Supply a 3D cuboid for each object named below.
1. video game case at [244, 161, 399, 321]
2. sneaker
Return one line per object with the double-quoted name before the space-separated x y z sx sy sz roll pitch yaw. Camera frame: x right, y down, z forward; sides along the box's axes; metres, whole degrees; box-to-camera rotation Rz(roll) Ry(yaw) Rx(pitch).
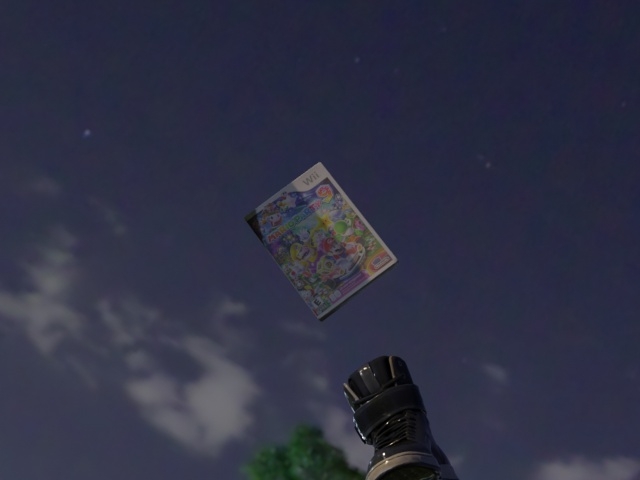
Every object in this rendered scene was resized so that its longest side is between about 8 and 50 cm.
"video game case" 0.000 0.000 1.115 0.122 0.087 0.011 53 -2 22
"sneaker" 0.071 0.200 1.351 0.163 0.086 0.226 65 8 19
